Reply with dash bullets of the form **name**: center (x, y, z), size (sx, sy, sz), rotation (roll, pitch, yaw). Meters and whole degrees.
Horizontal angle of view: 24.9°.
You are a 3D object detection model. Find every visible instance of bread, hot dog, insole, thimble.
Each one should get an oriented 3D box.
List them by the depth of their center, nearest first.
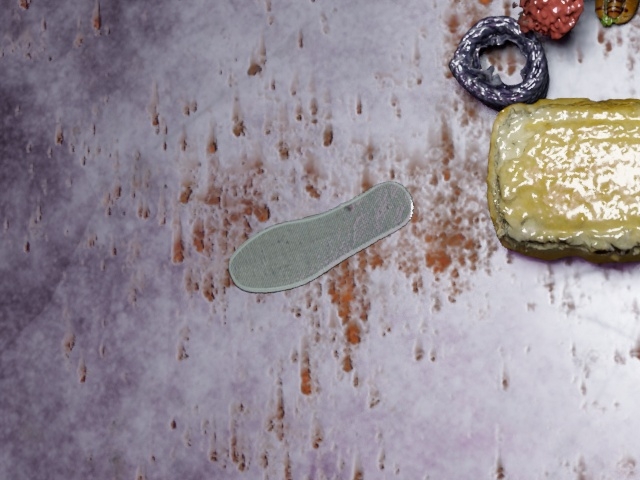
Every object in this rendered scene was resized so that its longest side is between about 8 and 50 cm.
- **bread**: center (0.286, -0.063, 1.473), size (0.245, 0.121, 0.174), rotation (-1, 84, 18)
- **hot dog**: center (0.320, -0.289, 1.545), size (0.049, 0.037, 0.122), rotation (4, 85, 17)
- **thimble**: center (0.198, -0.189, 1.558), size (0.104, 0.066, 0.095), rotation (24, 91, 18)
- **insole**: center (0.000, 0.000, 1.629), size (0.232, 0.003, 0.080), rotation (-24, 74, 15)

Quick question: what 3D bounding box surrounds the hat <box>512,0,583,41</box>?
- **hat**: center (0.283, -0.340, 1.489), size (0.107, 0.237, 0.286), rotation (21, 95, -4)
